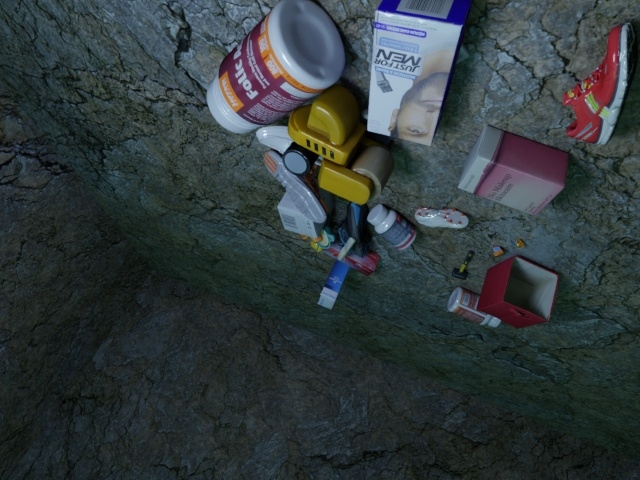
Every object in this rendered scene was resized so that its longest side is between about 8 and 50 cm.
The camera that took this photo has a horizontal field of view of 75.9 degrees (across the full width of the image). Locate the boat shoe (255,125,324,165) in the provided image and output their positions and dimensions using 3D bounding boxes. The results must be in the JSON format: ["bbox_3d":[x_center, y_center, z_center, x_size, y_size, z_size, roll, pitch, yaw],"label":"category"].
[{"bbox_3d":[-0.077,-0.299,1.342,0.277,0.096,0.098,7,168,-28],"label":"boat shoe"}]

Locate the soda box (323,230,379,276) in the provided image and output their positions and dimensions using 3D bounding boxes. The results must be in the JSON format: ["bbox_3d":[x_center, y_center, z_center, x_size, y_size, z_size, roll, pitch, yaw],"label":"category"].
[{"bbox_3d":[0.135,0.059,1.896,0.263,0.092,0.083,28,151,-5],"label":"soda box"}]

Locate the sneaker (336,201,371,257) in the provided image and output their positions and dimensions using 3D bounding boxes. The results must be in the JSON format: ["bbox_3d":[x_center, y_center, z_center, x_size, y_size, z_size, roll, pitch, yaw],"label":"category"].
[{"bbox_3d":[0.123,-0.046,1.699,0.140,0.125,0.341,20,150,20],"label":"sneaker"}]

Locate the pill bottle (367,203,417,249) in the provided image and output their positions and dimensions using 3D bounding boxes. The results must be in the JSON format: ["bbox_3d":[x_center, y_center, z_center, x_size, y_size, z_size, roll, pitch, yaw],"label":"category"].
[{"bbox_3d":[0.272,-0.055,1.579,0.180,0.108,0.108,36,150,-20],"label":"pill bottle"}]

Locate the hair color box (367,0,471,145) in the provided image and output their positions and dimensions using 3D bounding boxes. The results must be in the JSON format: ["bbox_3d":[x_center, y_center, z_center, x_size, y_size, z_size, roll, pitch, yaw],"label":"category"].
[{"bbox_3d":[0.222,-0.402,0.994,0.185,0.110,0.339,18,153,14],"label":"hair color box"}]

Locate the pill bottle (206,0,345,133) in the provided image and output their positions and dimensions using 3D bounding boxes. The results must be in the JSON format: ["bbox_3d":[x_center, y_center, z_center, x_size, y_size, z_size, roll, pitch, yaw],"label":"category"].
[{"bbox_3d":[-0.141,-0.449,1.121,0.224,0.224,0.392,41,148,-27],"label":"pill bottle"}]

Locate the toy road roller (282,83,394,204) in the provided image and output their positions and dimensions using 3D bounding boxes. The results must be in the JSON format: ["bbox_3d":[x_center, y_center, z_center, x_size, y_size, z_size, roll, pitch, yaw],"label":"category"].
[{"bbox_3d":[0.063,-0.283,1.169,0.330,0.202,0.240,27,141,5],"label":"toy road roller"}]

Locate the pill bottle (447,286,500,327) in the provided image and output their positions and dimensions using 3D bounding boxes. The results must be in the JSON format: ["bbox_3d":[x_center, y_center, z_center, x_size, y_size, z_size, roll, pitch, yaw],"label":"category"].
[{"bbox_3d":[0.691,0.302,1.833,0.216,0.121,0.121,24,152,3],"label":"pill bottle"}]

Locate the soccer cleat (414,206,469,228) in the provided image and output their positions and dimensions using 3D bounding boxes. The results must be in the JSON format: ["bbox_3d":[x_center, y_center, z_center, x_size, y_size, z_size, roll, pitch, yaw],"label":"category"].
[{"bbox_3d":[0.434,-0.076,1.466,0.196,0.068,0.076,14,156,34],"label":"soccer cleat"}]

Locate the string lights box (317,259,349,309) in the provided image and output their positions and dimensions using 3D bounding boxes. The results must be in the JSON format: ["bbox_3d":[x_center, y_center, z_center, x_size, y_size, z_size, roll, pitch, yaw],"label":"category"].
[{"bbox_3d":[0.074,0.188,1.988,0.077,0.259,0.133,23,152,4],"label":"string lights box"}]

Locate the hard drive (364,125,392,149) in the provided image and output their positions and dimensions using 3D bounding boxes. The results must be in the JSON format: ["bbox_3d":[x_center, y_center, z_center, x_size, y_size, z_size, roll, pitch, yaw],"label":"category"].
[{"bbox_3d":[0.135,-0.274,1.373,0.172,0.054,0.254,22,152,6],"label":"hard drive"}]

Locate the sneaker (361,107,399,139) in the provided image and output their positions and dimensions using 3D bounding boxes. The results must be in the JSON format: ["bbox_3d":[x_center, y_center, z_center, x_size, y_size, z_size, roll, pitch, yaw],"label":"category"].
[{"bbox_3d":[0.194,-0.339,1.212,0.152,0.058,0.084,11,141,13],"label":"sneaker"}]

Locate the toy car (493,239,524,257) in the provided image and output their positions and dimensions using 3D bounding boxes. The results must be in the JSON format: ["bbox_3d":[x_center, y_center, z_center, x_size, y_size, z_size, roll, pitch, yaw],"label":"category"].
[{"bbox_3d":[0.676,0.023,1.483,0.122,0.060,0.040,-31,76,39],"label":"toy car"}]

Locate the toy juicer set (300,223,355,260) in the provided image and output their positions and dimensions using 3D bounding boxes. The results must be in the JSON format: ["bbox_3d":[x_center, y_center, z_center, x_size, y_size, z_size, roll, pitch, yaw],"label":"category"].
[{"bbox_3d":[0.000,0.000,1.740,0.329,0.089,0.209,34,148,28],"label":"toy juicer set"}]

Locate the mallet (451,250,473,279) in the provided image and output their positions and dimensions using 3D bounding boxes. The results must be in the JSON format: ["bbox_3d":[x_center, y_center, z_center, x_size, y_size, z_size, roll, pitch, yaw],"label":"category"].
[{"bbox_3d":[0.595,0.102,1.668,0.062,0.039,0.189,22,148,7],"label":"mallet"}]

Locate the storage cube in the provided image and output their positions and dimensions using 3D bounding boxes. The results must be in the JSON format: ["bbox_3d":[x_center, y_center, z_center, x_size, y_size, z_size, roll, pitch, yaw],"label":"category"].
[{"bbox_3d":[0.732,0.196,1.535,0.184,0.215,0.193,24,158,1],"label":"storage cube"}]

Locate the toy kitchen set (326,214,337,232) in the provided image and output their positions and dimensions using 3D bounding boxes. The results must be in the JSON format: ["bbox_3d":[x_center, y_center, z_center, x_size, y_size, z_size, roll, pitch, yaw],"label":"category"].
[{"bbox_3d":[0.051,-0.076,1.803,0.068,0.075,0.083,17,-169,22],"label":"toy kitchen set"}]

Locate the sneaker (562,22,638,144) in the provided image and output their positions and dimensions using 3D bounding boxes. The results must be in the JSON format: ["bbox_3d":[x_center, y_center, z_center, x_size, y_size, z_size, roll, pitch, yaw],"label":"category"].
[{"bbox_3d":[0.592,-0.320,0.885,0.118,0.107,0.279,19,150,31],"label":"sneaker"}]

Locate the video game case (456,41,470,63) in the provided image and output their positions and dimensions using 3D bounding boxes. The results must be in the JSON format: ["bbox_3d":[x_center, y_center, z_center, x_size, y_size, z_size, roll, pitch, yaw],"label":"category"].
[{"bbox_3d":[0.254,-0.465,0.994,0.143,0.019,0.157,40,149,-25],"label":"video game case"}]

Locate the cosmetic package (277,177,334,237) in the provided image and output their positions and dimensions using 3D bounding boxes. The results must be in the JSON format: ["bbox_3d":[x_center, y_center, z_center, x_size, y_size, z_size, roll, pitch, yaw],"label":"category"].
[{"bbox_3d":[-0.053,-0.136,1.620,0.151,0.183,0.151,16,151,19],"label":"cosmetic package"}]

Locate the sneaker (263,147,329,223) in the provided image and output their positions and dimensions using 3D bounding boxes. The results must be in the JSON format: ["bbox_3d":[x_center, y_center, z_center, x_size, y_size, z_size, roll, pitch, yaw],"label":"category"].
[{"bbox_3d":[-0.037,-0.223,1.440,0.321,0.180,0.124,54,149,3],"label":"sneaker"}]

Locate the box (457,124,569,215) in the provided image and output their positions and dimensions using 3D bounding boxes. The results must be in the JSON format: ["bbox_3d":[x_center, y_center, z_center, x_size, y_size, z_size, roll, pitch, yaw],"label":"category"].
[{"bbox_3d":[0.524,-0.189,1.128,0.232,0.126,0.148,21,152,7],"label":"box"}]
